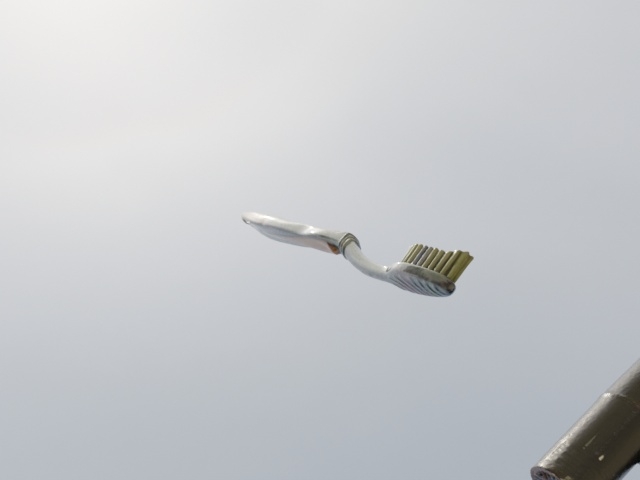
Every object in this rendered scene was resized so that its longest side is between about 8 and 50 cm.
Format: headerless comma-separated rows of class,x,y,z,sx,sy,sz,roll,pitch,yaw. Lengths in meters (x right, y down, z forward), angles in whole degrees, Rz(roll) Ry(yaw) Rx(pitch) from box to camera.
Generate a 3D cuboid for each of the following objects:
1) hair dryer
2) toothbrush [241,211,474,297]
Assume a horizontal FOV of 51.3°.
hair dryer,0.268,0.171,0.443,0.173,0.050,0.195,-37,-111,-21
toothbrush,0.000,0.000,0.585,0.028,0.375,0.037,45,-104,-25
